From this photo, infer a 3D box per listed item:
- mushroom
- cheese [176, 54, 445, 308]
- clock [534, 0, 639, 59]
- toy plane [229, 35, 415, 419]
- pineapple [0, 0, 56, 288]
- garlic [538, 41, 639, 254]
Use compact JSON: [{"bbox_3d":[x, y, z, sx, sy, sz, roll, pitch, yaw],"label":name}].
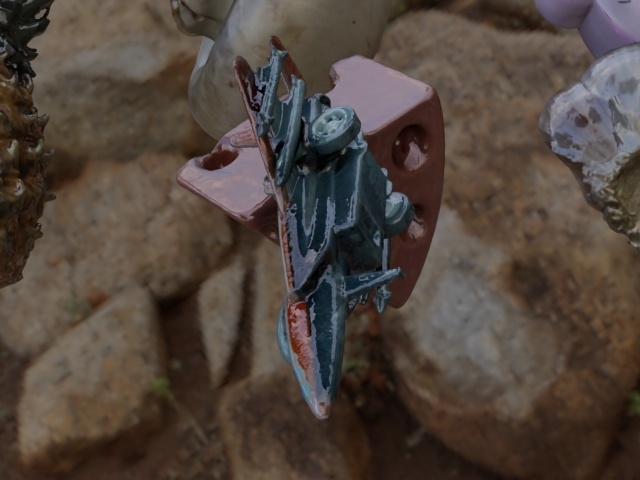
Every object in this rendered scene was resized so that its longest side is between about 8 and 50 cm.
[{"bbox_3d":[-0.073,-0.291,1.834,0.362,0.295,0.362,-163,90,-77],"label":"mushroom"},{"bbox_3d":[0.015,-0.069,1.282,0.128,0.203,0.177,31,91,50],"label":"cheese"},{"bbox_3d":[0.410,-0.296,1.623,0.322,0.295,0.113,-45,-11,-19],"label":"clock"},{"bbox_3d":[0.007,-0.003,1.035,0.104,0.223,0.326,-27,36,11],"label":"toy plane"},{"bbox_3d":[-0.242,-0.105,1.052,0.158,0.158,0.278,-20,50,45],"label":"pineapple"},{"bbox_3d":[0.328,-0.057,1.412,0.207,0.256,0.207,-25,40,23],"label":"garlic"}]
